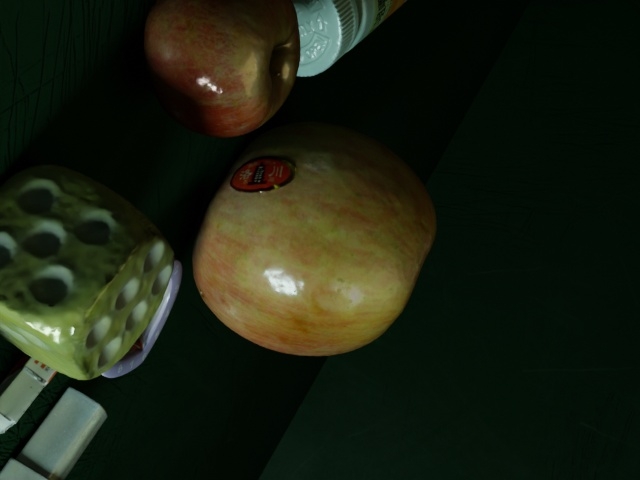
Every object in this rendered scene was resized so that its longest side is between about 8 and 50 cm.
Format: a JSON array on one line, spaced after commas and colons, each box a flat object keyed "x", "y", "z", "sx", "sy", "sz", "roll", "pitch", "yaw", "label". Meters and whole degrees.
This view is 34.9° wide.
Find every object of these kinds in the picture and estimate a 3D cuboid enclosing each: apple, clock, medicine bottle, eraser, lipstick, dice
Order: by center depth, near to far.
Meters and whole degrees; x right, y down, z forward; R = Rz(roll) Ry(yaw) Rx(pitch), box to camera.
[{"x": -0.270, "y": 0.035, "z": 1.078, "sx": 0.169, "sy": 0.169, "sz": 0.166, "roll": -58, "pitch": 165, "yaw": -21, "label": "dice"}, {"x": -0.115, "y": -0.224, "z": 1.193, "sx": 0.209, "sy": 0.164, "sz": 0.209, "roll": 15, "pitch": 90, "yaw": -75, "label": "apple"}, {"x": -0.319, "y": 0.125, "z": 1.215, "sx": 0.230, "sy": 0.038, "sz": 0.157, "roll": -56, "pitch": -167, "yaw": -28, "label": "eraser"}, {"x": -0.390, "y": 0.323, "z": 1.384, "sx": 0.253, "sy": 0.077, "sz": 0.079, "roll": -58, "pitch": 166, "yaw": -25, "label": "lipstick"}, {"x": -0.273, "y": 0.110, "z": 1.435, "sx": 0.198, "sy": 0.064, "sz": 0.172, "roll": -52, "pitch": 162, "yaw": -39, "label": "clock"}, {"x": 0.033, "y": -0.369, "z": 1.467, "sx": 0.318, "sy": 0.158, "sz": 0.158, "roll": -50, "pitch": 161, "yaw": -47, "label": "medicine bottle"}, {"x": 0.000, "y": 0.000, "z": 1.659, "sx": 0.391, "sy": 0.346, "sz": 0.391, "roll": -62, "pitch": 172, "yaw": -15, "label": "apple"}]
